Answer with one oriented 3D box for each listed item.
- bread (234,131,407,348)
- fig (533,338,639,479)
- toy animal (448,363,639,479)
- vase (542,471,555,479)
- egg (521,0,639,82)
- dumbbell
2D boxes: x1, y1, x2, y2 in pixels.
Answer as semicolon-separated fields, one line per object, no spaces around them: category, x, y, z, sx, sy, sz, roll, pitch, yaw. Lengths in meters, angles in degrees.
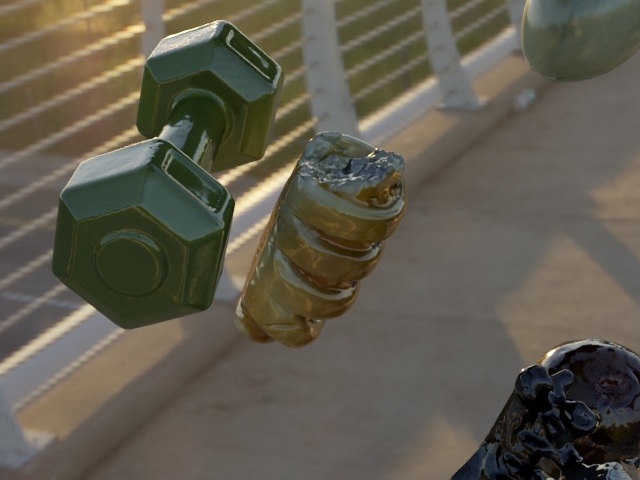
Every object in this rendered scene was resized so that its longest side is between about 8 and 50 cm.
bread;0.000;0.000;0.932;0.084;0.177;0.119;26;28;-7
fig;0.194;0.136;0.953;0.109;0.155;0.103;21;59;5
toy animal;0.175;0.187;0.794;0.117;0.121;0.210;18;26;-37
vase;0.188;0.431;1.183;0.250;0.446;0.250;8;2;0
egg;0.247;-0.211;1.187;0.152;0.114;0.114;-52;28;2
dumbbell;-0.100;-0.057;0.927;0.108;0.121;0.302;-44;16;26
